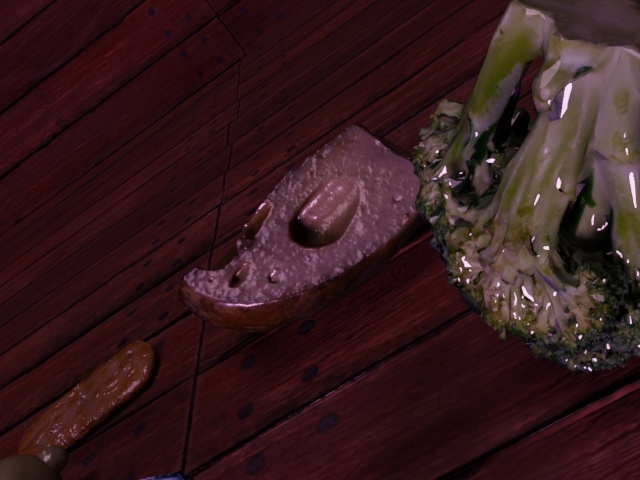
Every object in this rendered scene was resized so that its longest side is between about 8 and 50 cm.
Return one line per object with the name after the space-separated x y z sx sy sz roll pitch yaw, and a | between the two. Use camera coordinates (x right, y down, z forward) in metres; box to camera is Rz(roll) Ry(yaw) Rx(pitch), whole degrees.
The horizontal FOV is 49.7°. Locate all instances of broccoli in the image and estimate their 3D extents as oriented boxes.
0.194 -0.046 0.464 0.294 0.245 0.265 20 57 28 | broccoli

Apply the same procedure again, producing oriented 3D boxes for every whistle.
-0.396 0.328 0.789 0.288 0.106 0.131 -29 29 17 | whistle

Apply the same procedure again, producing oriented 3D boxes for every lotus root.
0.003 0.003 0.787 0.314 0.142 0.210 -44 -12 -2 | lotus root

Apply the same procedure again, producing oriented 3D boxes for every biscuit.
-0.327 0.229 0.955 0.247 0.029 0.118 -39 25 0 | biscuit

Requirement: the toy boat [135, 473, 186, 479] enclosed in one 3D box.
-0.220 0.292 0.608 0.299 0.096 0.062 -38 32 22 | toy boat
